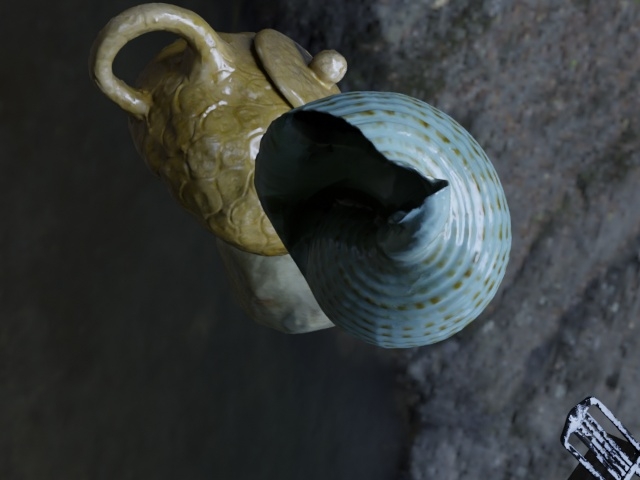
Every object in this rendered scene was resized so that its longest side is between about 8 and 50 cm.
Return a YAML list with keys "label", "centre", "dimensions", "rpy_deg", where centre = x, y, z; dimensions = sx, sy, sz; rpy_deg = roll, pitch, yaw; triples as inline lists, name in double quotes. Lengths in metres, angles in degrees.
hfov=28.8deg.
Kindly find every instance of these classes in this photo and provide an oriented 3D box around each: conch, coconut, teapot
- label: "conch"
  centre: [0.055, -0.023, 0.809]
  dimensions: [0.131, 0.172, 0.200]
  rpy_deg: [-26, 169, -33]
- label: "coconut"
  centre: [0.000, 0.000, 1.388]
  dimensions: [0.224, 0.224, 0.224]
  rpy_deg: [15, 90, -72]
- label: "teapot"
  centre: [-0.052, -0.107, 1.039]
  dimensions: [0.167, 0.203, 0.311]
  rpy_deg: [-41, 131, 19]

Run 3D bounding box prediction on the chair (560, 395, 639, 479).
- label: "chair"
  centre: [0.350, 0.271, 1.566]
  dimensions: [0.212, 0.101, 0.084]
  rpy_deg: [43, 76, -21]
